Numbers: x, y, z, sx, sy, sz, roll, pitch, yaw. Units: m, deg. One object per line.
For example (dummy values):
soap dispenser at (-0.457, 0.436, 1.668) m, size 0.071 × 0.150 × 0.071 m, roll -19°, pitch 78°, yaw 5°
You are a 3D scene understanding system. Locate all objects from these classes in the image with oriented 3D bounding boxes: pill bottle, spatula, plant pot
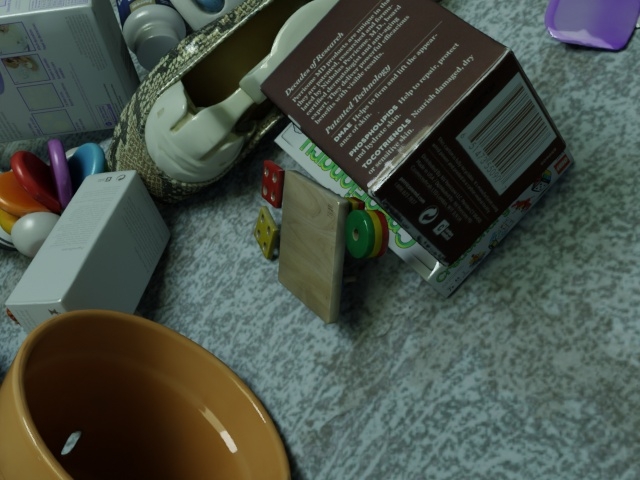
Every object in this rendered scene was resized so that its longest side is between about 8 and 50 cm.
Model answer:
pill bottle at (-0.256, -0.335, 1.264) m, size 0.094 × 0.094 × 0.169 m, roll -32°, pitch 52°, yaw 15°
spatula at (0.370, -0.226, 0.827) m, size 0.296 × 0.030 × 0.084 m, roll 13°, pitch 74°, yaw 37°
plant pot at (-0.202, 0.240, 0.809) m, size 0.203 × 0.291 × 0.291 m, roll -53°, pitch 47°, yaw 19°

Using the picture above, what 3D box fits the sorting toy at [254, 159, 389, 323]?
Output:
sorting toy at (0.000, 0.000, 0.898) m, size 0.274 × 0.046 × 0.132 m, roll 34°, pitch 124°, yaw 58°

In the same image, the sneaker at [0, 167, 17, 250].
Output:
sneaker at (-0.542, -0.055, 1.283) m, size 0.321 × 0.126 × 0.127 m, roll 42°, pitch 105°, yaw 34°

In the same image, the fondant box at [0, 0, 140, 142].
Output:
fondant box at (-0.444, -0.250, 1.171) m, size 0.330 × 0.238 × 0.096 m, roll -8°, pitch 58°, yaw 0°

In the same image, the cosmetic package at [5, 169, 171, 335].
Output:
cosmetic package at (-0.272, 0.031, 1.006) m, size 0.085 × 0.117 × 0.231 m, roll -5°, pitch 40°, yaw 21°

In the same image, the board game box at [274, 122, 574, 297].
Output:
board game box at (0.100, -0.100, 0.922) m, size 0.193 × 0.053 × 0.305 m, roll -48°, pitch 49°, yaw 3°

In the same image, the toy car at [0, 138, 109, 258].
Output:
toy car at (-0.362, -0.076, 1.142) m, size 0.182 × 0.136 × 0.159 m, roll -19°, pitch 49°, yaw -12°

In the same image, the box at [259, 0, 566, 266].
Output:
box at (0.087, -0.118, 0.792) m, size 0.167 × 0.168 × 0.203 m, roll -47°, pitch 49°, yaw 5°

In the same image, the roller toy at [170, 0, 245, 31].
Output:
roller toy at (-0.133, -0.354, 1.127) m, size 0.146 × 0.191 × 0.209 m, roll -35°, pitch 51°, yaw 14°

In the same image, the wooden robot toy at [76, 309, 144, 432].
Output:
wooden robot toy at (-0.292, 0.154, 1.037) m, size 0.079 × 0.076 × 0.173 m, roll 14°, pitch 73°, yaw 49°

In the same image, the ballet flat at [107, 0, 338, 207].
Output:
ballet flat at (-0.086, -0.199, 1.004) m, size 0.483 × 0.164 × 0.182 m, roll -41°, pitch 23°, yaw 10°

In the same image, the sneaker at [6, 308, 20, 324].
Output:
sneaker at (-0.350, 0.080, 1.130) m, size 0.175 × 0.064 × 0.067 m, roll -15°, pitch 38°, yaw 21°
